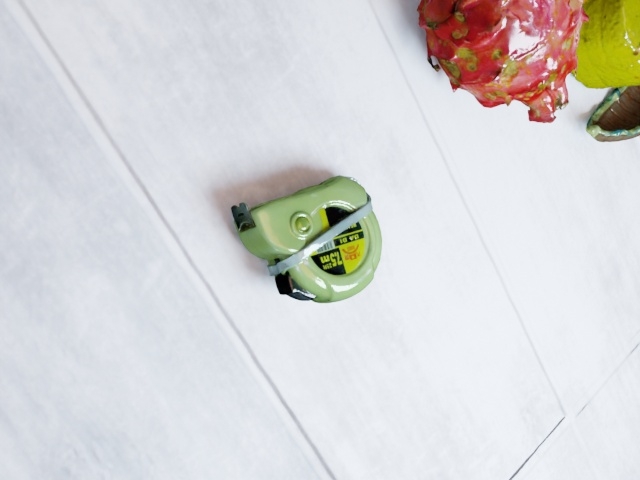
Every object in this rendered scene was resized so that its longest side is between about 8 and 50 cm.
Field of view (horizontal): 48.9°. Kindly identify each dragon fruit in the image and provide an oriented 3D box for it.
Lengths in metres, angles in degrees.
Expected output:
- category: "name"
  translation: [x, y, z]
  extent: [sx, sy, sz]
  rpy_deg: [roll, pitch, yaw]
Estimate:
- category: "dragon fruit"
  translation: [0.246, -0.274, 0.920]
  extent: [0.205, 0.210, 0.268]
  rpy_deg: [-32, 115, 21]

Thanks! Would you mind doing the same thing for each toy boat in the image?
- category: "toy boat"
  translation: [0.520, -0.228, 1.143]
  extent: [0.293, 0.108, 0.099]
  rpy_deg: [-40, 144, -17]

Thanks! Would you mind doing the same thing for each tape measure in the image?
- category: "tape measure"
  translation: [0.000, 0.000, 0.852]
  extent: [0.177, 0.087, 0.154]
  rpy_deg: [-24, 94, -29]

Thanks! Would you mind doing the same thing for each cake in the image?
- category: "cake"
  translation: [0.485, -0.369, 1.084]
  extent: [0.179, 0.156, 0.260]
  rpy_deg: [44, 70, -33]

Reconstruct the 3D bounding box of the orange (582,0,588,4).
- category: "orange"
  translation: [0.334, -0.401, 0.990]
  extent: [0.134, 0.155, 0.155]
  rpy_deg: [-8, 99, 0]
